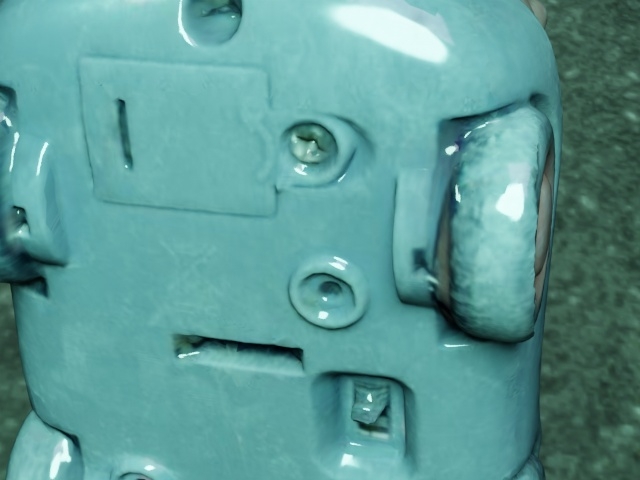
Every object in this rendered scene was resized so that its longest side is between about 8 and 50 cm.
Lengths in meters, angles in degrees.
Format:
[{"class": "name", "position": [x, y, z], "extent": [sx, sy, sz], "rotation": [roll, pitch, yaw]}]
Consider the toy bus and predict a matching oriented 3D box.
[{"class": "toy bus", "position": [0.000, 0.000, 0.492], "extent": [0.197, 0.294, 0.232], "rotation": [5, 32, 16]}]
